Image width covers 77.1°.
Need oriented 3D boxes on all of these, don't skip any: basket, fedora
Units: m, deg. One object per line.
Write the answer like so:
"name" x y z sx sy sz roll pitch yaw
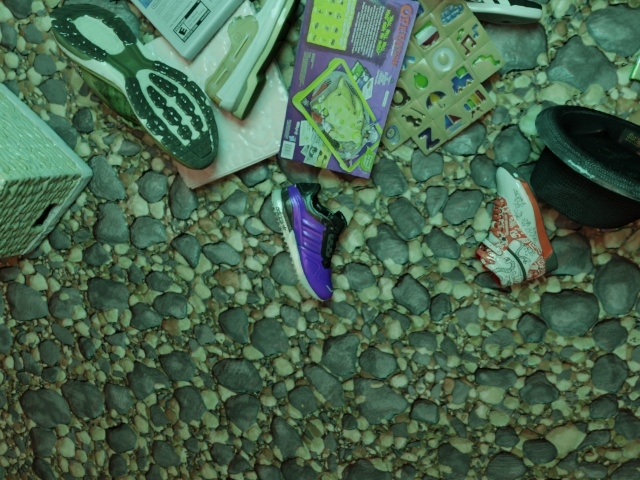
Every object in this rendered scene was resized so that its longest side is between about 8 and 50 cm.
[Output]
"basket" -0.807 -0.149 0.932 0.328 0.266 0.331 -43 97 15
"fedora" 0.543 -0.121 0.779 0.335 0.333 0.152 21 136 2

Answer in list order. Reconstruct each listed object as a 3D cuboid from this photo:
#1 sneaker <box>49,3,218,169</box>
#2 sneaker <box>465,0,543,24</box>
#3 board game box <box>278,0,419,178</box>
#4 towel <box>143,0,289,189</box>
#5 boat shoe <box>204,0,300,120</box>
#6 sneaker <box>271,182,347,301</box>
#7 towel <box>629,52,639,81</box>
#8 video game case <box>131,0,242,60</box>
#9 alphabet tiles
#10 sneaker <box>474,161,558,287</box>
"sneaker" -0.384 -0.300 0.868 0.410 0.158 0.182 47 149 -2
"sneaker" 0.330 -0.497 0.775 0.217 0.079 0.121 11 107 7
"board game box" 0.046 -0.315 0.818 0.209 0.056 0.346 15 116 0
"towel" -0.234 -0.322 0.915 0.317 0.053 0.331 -19 101 11
"boat shoe" -0.135 -0.398 0.797 0.104 0.113 0.302 30 107 -7
"sneaker" 0.000 0.000 0.939 0.146 0.102 0.293 -18 101 11
"towel" 0.694 -0.382 0.788 0.113 0.023 0.151 18 108 5
"video game case" -0.265 -0.598 0.825 0.329 0.036 0.300 -43 87 12
"alphabet tiles" 0.187 -0.356 0.826 0.285 0.011 0.342 -36 106 26
"sneaker" 0.402 -0.023 0.883 0.145 0.090 0.269 -25 102 11
